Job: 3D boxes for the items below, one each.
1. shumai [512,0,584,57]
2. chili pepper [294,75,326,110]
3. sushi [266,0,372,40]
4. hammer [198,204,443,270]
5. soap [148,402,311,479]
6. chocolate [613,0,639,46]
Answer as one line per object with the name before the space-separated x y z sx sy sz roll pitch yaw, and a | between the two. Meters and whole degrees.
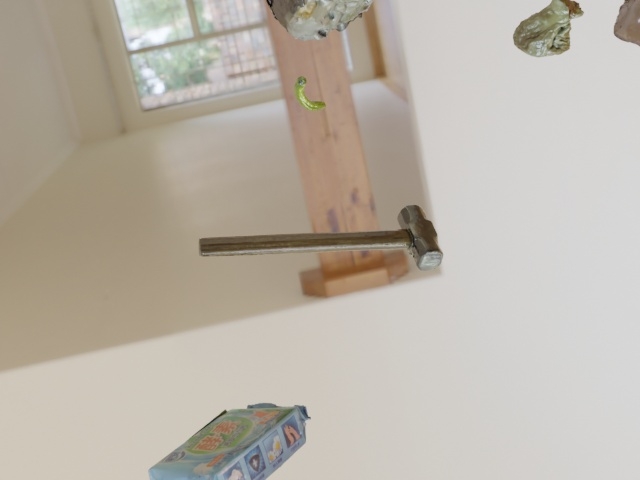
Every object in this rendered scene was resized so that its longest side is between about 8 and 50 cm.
shumai | 0.292 -0.284 1.106 0.083 0.082 0.080 -42 -38 -46
chili pepper | -0.016 -0.187 1.110 0.083 0.030 0.017 54 -156 -65
sushi | 0.014 -0.269 0.718 0.212 0.147 0.115 -39 78 45
hammer | 0.000 0.000 1.294 0.111 0.365 0.043 -106 19 -44
soap | -0.143 0.345 1.384 0.293 0.156 0.077 -29 -72 -56
chocolate | 0.393 -0.162 0.626 0.112 0.321 0.112 101 -165 -50
